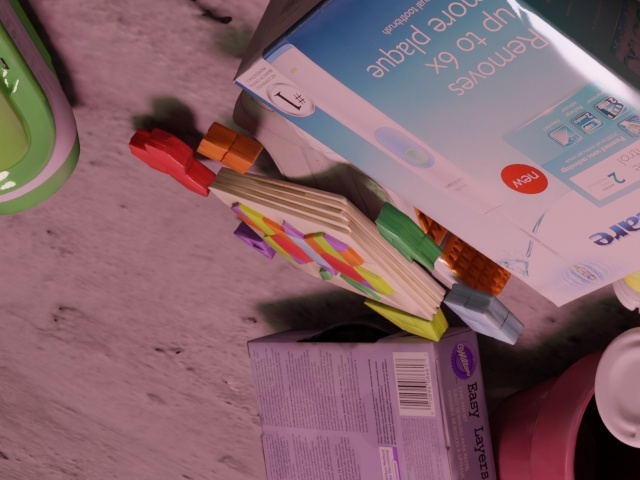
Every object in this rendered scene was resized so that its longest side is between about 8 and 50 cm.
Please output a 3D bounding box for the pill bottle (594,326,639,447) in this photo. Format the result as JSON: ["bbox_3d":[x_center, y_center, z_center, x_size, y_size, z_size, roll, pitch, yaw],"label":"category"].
[{"bbox_3d":[0.306,0.119,1.164,0.169,0.094,0.094,7,160,-39],"label":"pill bottle"}]

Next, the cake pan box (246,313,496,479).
[{"bbox_3d":[0.048,0.203,1.345,0.246,0.070,0.267,-6,94,45],"label":"cake pan box"}]

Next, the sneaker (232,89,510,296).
[{"bbox_3d":[0.044,-0.050,1.133,0.262,0.099,0.121,45,150,-22],"label":"sneaker"}]

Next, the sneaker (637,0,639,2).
[{"bbox_3d":[0.283,-0.161,0.818,0.296,0.104,0.147,28,149,1],"label":"sneaker"}]

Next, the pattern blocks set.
[{"bbox_3d":[0.000,0.000,1.164,0.285,0.026,0.325,39,166,-27],"label":"pattern blocks set"}]

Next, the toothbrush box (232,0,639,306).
[{"bbox_3d":[0.130,-0.108,0.955,0.295,0.126,0.216,33,145,-20],"label":"toothbrush box"}]

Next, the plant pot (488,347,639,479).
[{"bbox_3d":[0.241,0.194,1.285,0.201,0.201,0.180,35,160,-20],"label":"plant pot"}]

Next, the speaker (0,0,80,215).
[{"bbox_3d":[-0.293,-0.153,1.131,0.131,0.131,0.296,5,144,24],"label":"speaker"}]

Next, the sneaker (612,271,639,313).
[{"bbox_3d":[0.316,0.025,1.082,0.208,0.081,0.094,8,143,20],"label":"sneaker"}]
